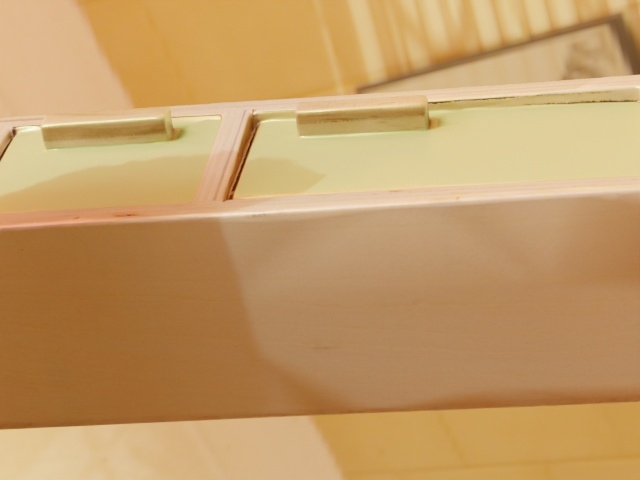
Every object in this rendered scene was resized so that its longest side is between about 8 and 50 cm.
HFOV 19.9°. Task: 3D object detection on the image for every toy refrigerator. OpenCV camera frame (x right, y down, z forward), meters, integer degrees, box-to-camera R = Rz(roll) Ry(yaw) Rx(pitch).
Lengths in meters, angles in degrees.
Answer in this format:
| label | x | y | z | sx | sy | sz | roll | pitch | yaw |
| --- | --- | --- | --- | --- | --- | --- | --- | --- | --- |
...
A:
| label | x | y | z | sx | sy | sz | roll | pitch | yaw |
| --- | --- | --- | --- | --- | --- | --- | --- | --- | --- |
| toy refrigerator | 0.000 | 0.000 | 0.677 | 0.102 | 0.269 | 0.094 | -77 | -19 | -61 |
